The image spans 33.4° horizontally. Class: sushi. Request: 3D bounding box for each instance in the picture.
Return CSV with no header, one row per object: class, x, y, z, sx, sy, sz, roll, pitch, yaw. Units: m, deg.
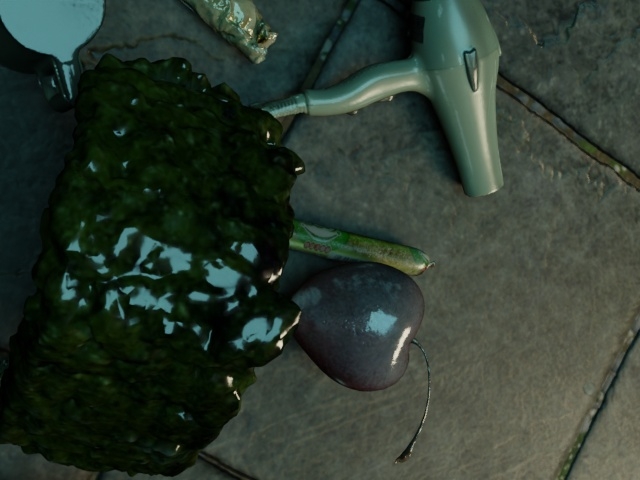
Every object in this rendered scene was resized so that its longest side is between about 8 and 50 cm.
sushi,-0.141,0.019,0.851,0.178,0.352,0.294,15,58,-15

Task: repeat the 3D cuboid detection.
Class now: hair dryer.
hair dryer,0.086,-0.114,1.094,0.267,0.092,0.229,-36,113,-1

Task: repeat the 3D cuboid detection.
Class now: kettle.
kettle,-0.239,-0.182,0.899,0.098,0.148,0.127,18,89,-24

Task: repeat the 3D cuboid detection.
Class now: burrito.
burrito,-0.100,-0.232,1.010,0.149,0.041,0.055,47,64,-16

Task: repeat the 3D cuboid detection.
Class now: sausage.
sausage,0.000,0.000,1.076,0.269,0.033,0.033,13,90,-23

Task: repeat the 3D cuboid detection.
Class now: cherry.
cherry,0.029,0.112,1.058,0.148,0.115,0.188,14,95,-42

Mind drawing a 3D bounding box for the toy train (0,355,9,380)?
toy train,-0.285,0.138,0.960,0.033,0.053,0.083,42,80,-20
